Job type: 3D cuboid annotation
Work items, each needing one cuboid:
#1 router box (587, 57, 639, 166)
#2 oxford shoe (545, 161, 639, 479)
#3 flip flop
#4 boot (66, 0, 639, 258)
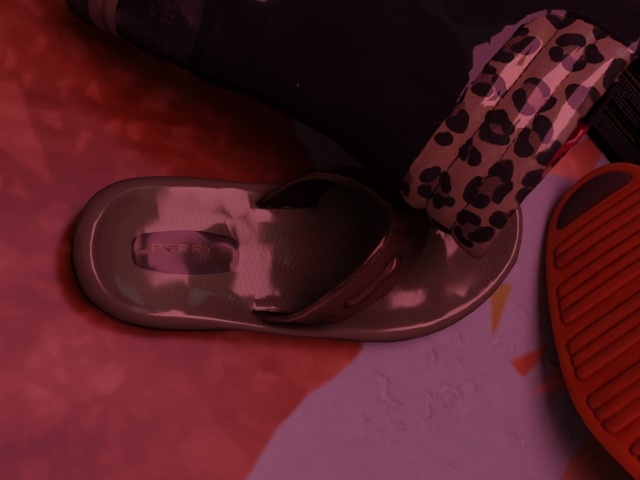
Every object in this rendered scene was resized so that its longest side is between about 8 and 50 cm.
[{"bbox_3d":[0.226,-0.101,0.741,0.179,0.133,0.046,48,65,-7],"label":"router box"},{"bbox_3d":[0.254,0.114,0.697,0.133,0.130,0.363,16,45,-51],"label":"oxford shoe"},{"bbox_3d":[0.000,0.000,0.648,0.277,0.080,0.112,1,78,-23],"label":"flip flop"},{"bbox_3d":[0.075,-0.194,0.652,0.284,0.138,0.377,37,69,9],"label":"boot"}]
